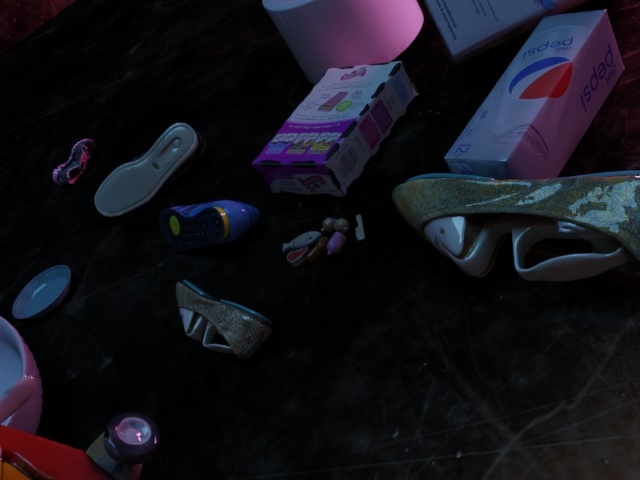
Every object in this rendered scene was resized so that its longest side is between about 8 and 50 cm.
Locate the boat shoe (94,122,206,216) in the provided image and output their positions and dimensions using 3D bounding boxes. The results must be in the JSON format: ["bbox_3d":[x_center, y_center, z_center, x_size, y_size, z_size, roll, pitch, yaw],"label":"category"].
[{"bbox_3d":[-0.307,-0.121,1.499,0.233,0.084,0.079,-38,-5,7],"label":"boat shoe"}]

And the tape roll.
[{"bbox_3d":[0.040,-0.416,1.469,0.246,0.169,0.246,-22,37,17],"label":"tape roll"}]

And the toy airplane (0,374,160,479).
[{"bbox_3d":[-0.375,0.256,0.800,0.384,0.386,0.272,-20,24,21],"label":"toy airplane"}]

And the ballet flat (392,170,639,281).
[{"bbox_3d":[0.208,-0.011,0.892,0.348,0.123,0.123,2,48,41],"label":"ballet flat"}]

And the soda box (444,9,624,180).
[{"bbox_3d":[0.272,-0.162,1.027,0.091,0.098,0.286,9,52,45],"label":"soda box"}]

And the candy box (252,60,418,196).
[{"bbox_3d":[0.025,-0.172,1.269,0.159,0.071,0.233,7,52,45],"label":"candy box"}]

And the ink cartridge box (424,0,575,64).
[{"bbox_3d":[0.293,-0.366,1.170,0.278,0.117,0.201,-26,3,13],"label":"ink cartridge box"}]

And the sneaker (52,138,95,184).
[{"bbox_3d":[-0.507,-0.162,1.731,0.057,0.047,0.119,13,63,40],"label":"sneaker"}]

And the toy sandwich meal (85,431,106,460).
[{"bbox_3d":[-0.251,0.263,1.006,0.085,0.029,0.085,-13,37,10],"label":"toy sandwich meal"}]

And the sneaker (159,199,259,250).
[{"bbox_3d":[-0.174,-0.027,1.277,0.082,0.069,0.209,-18,9,-39],"label":"sneaker"}]

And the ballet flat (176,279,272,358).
[{"bbox_3d":[-0.144,0.104,1.078,0.206,0.073,0.067,15,72,53],"label":"ballet flat"}]

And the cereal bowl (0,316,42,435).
[{"bbox_3d":[-0.528,0.256,1.108,0.339,0.141,0.339,-7,46,7],"label":"cereal bowl"}]

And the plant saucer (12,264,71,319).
[{"bbox_3d":[-0.468,0.093,1.400,0.119,0.021,0.119,-22,35,17],"label":"plant saucer"}]

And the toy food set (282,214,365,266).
[{"bbox_3d":[0.000,0.000,1.124,0.122,0.019,0.078,-25,35,14],"label":"toy food set"}]
